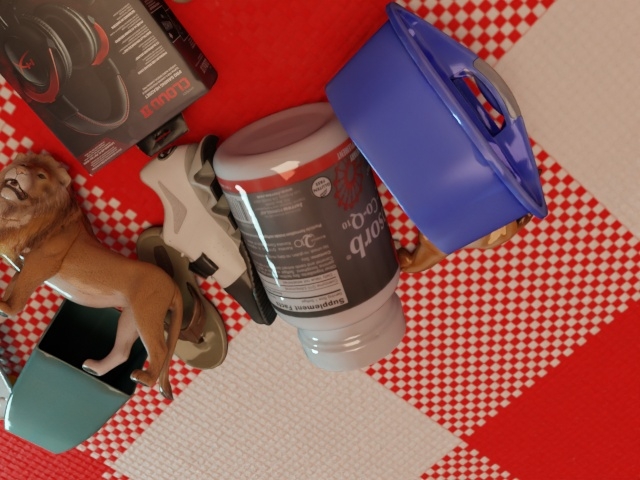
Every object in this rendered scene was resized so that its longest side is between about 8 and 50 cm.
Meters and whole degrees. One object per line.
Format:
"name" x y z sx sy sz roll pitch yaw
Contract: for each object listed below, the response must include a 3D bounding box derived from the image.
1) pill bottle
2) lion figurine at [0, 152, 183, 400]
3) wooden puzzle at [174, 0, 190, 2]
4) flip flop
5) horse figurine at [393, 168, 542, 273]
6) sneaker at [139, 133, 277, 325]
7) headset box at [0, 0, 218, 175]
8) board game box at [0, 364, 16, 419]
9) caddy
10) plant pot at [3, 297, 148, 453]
"pill bottle" 0.000 0.000 0.979 0.210 0.210 0.363 -17 117 7
"lion figurine" -0.341 0.054 0.996 0.392 0.240 0.142 35 149 -18
"wooden puzzle" -0.148 -0.498 0.763 0.322 0.081 0.348 -30 123 14
"flip flop" -0.235 0.107 1.098 0.112 0.080 0.277 -12 116 3
"horse figurine" 0.230 -0.040 1.046 0.263 0.066 0.175 -12 109 8
"sneaker" -0.167 -0.002 1.036 0.146 0.122 0.331 -12 118 21
"headset box" -0.298 -0.250 0.898 0.218 0.110 0.293 -31 113 13
"board game box" -0.730 0.170 1.082 0.389 0.050 0.390 -1 132 -1
"caddy" 0.168 -0.152 0.871 0.179 0.241 0.341 -36 92 23
"plant pot" -0.426 0.239 1.120 0.165 0.166 0.234 34 115 -17
